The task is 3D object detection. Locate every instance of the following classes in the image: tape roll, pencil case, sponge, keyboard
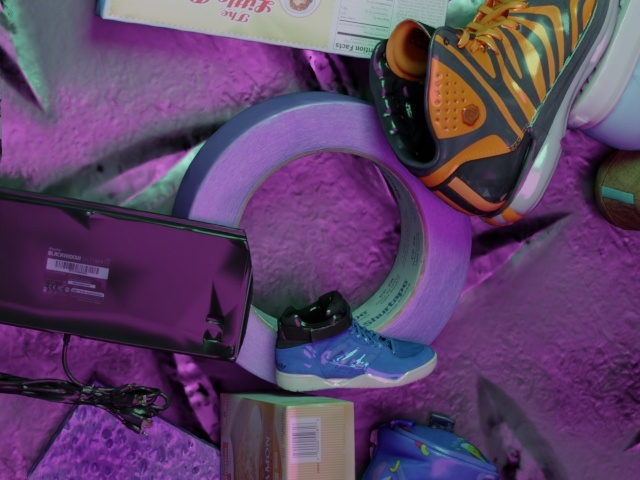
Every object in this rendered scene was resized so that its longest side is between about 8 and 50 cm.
[{"bbox_3d":[0.000,0.000,1.866,0.275,0.090,0.275,-3,101,-13],"label":"tape roll"},{"bbox_3d":[0.057,0.314,1.922,0.133,0.119,0.306,28,94,22],"label":"pencil case"},{"bbox_3d":[-0.163,0.230,1.902,0.210,0.031,0.117,32,92,-16],"label":"sponge"},{"bbox_3d":[-0.225,0.063,1.790,0.317,0.033,0.201,10,94,0],"label":"keyboard"}]

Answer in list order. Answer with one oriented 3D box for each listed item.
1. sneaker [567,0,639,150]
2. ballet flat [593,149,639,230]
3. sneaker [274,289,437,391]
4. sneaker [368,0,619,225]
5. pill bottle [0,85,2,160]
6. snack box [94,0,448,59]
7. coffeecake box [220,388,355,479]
[{"bbox_3d":[0.346,-0.254,1.887,0.150,0.135,0.366,25,96,-30],"label":"sneaker"},{"bbox_3d":[0.441,-0.065,1.937,0.342,0.124,0.116,-6,102,-12],"label":"ballet flat"},{"bbox_3d":[0.033,0.088,1.813,0.152,0.058,0.084,-3,110,-6],"label":"sneaker"},{"bbox_3d":[0.157,-0.188,1.798,0.180,0.124,0.321,28,69,-31],"label":"sneaker"},{"bbox_3d":[-0.342,-0.129,1.713,0.130,0.130,0.245,-1,86,-13],"label":"pill bottle"},{"bbox_3d":[-0.035,-0.273,1.820,0.322,0.060,0.187,8,98,-14],"label":"snack box"},{"bbox_3d":[-0.032,0.214,1.822,0.068,0.185,0.142,-1,90,-21],"label":"coffeecake box"}]
